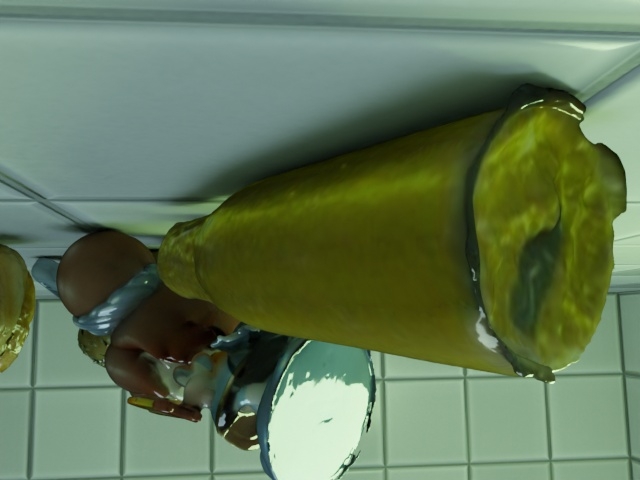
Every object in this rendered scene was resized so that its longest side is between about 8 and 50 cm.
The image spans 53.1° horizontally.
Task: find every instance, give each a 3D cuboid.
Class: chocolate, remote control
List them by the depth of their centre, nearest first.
[{"bbox_3d":[0.000,0.000,0.515,0.162,0.162,0.445,5,175,-38],"label":"chocolate"},{"bbox_3d":[-0.450,0.116,1.219,0.087,0.047,0.244,3,144,36],"label":"remote control"}]

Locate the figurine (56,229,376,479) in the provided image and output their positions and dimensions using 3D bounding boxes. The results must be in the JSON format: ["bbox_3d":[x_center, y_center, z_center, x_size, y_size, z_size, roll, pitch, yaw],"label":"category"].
[{"bbox_3d":[-0.139,0.127,0.804,0.388,0.248,0.276,8,178,41],"label":"figurine"}]

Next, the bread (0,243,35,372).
[{"bbox_3d":[-0.512,0.095,0.902,0.236,0.198,0.120,-3,155,18],"label":"bread"}]

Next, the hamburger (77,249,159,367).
[{"bbox_3d":[-0.273,0.143,1.133,0.277,0.195,0.318,15,150,-18],"label":"hamburger"}]
